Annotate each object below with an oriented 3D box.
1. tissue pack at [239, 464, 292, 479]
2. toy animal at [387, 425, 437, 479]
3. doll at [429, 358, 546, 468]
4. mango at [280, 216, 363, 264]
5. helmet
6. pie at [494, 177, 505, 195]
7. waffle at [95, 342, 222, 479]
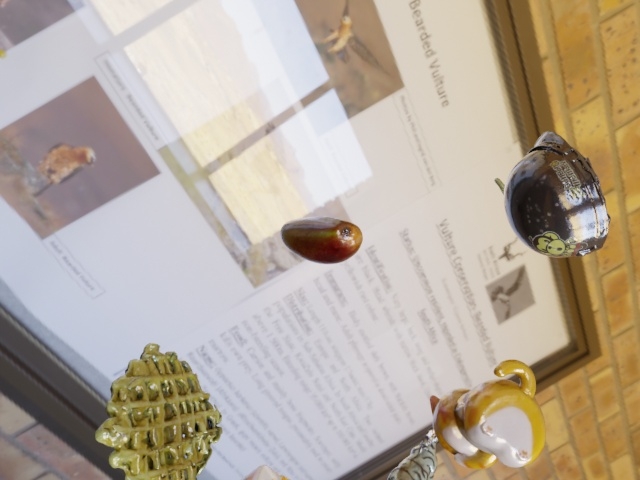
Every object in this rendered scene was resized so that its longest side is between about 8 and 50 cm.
[{"bbox_3d":[-0.166,0.676,1.345,0.124,0.185,0.225,31,40,-10],"label":"tissue pack"},{"bbox_3d":[0.242,0.564,1.406,0.089,0.255,0.170,19,-34,36],"label":"toy animal"},{"bbox_3d":[0.324,0.361,1.144,0.166,0.162,0.269,42,-34,0],"label":"doll"},{"bbox_3d":[0.000,0.000,1.393,0.133,0.111,0.267,20,-11,-41],"label":"mango"},{"bbox_3d":[0.477,-0.083,1.229,0.230,0.160,0.279,75,-8,-68],"label":"helmet"},{"bbox_3d":[0.561,-0.157,1.757,0.084,0.021,0.084,50,14,-17],"label":"pie"},{"bbox_3d":[-0.323,0.382,1.203,0.297,0.073,0.317,56,23,-21],"label":"waffle"}]
